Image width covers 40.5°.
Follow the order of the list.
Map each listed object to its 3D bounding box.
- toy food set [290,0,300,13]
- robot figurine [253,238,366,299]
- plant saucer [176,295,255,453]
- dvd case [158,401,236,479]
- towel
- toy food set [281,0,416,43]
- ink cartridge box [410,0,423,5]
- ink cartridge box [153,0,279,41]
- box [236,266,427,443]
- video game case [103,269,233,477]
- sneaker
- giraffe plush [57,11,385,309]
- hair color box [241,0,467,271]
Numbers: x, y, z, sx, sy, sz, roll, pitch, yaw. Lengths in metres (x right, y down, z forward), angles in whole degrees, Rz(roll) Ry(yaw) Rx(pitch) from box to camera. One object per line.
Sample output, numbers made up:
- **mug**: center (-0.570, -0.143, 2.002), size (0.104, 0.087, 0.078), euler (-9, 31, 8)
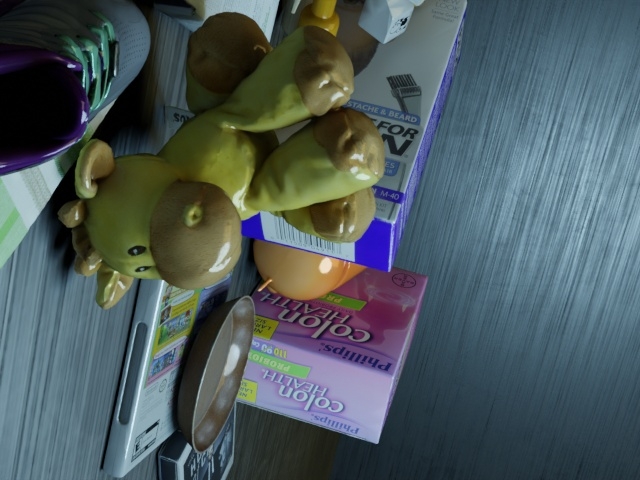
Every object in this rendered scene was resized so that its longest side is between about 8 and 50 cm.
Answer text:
- **toy food set**: center (-0.013, -0.307, 0.783), size (0.192, 0.039, 0.132), euler (-84, -165, -45)
- **robot figurine**: center (0.001, -0.002, 1.105), size (0.219, 0.158, 0.128), euler (-30, 113, -54)
- **plant saucer**: center (-0.110, 0.135, 0.899), size (0.168, 0.029, 0.168), euler (15, 90, -81)
- **dvd case**: center (-0.145, 0.264, 1.048), size (0.179, 0.030, 0.238), euler (-65, 167, -48)
- **towel**: center (-0.161, -0.073, 0.471), size (0.113, 0.023, 0.152), euler (88, 22, -54)
- **toy food set**: center (0.038, -0.277, 0.916), size (0.232, 0.111, 0.104), euler (-37, 161, -34)
- **ink cartridge box**: center (0.084, -0.369, 0.920), size (0.078, 0.134, 0.231), euler (-41, -152, 40)
- **ink cartridge box**: center (-0.064, -0.264, 0.639), size (0.224, 0.045, 0.223), euler (0, 104, -79)
- **box**: center (0.012, 0.126, 1.178), size (0.243, 0.214, 0.117), euler (-60, 162, -56)
- **video game case**: center (-0.139, 0.102, 0.843), size (0.212, 0.023, 0.193), euler (-28, 133, -76)
- **sneaker**: center (-0.120, -0.063, 0.381), size (0.223, 0.098, 0.083), euler (-45, 142, -57)
- **giraffe plush**: center (-0.083, -0.038, 0.578), size (0.170, 0.210, 0.181), euler (-45, 124, -39)
- **hair color box**: center (0.039, -0.147, 0.997), size (0.110, 0.185, 0.338), euler (88, 19, -56)
